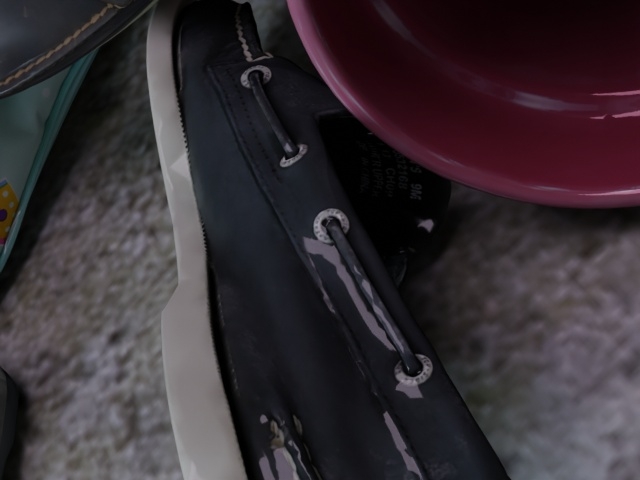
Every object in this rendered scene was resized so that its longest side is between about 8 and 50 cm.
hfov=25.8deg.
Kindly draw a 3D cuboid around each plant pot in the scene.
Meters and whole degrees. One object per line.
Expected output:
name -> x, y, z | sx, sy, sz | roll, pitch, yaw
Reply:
plant pot -> 0.100, -0.142, 0.504 | 0.201, 0.201, 0.180 | -19, 36, 31

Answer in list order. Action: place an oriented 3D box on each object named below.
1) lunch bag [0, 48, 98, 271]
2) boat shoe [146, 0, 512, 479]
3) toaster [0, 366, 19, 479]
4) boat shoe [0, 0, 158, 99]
lunch bag -> -0.232, -0.104, 0.734 | 0.108, 0.224, 0.279 | 10, 75, 57
boat shoe -> -0.001, -0.003, 0.544 | 0.113, 0.127, 0.340 | -14, 34, 2
toaster -> -0.241, 0.130, 0.636 | 0.129, 0.146, 0.226 | -15, 54, 35
boat shoe -> -0.086, -0.175, 0.571 | 0.355, 0.132, 0.130 | -42, 11, 32
